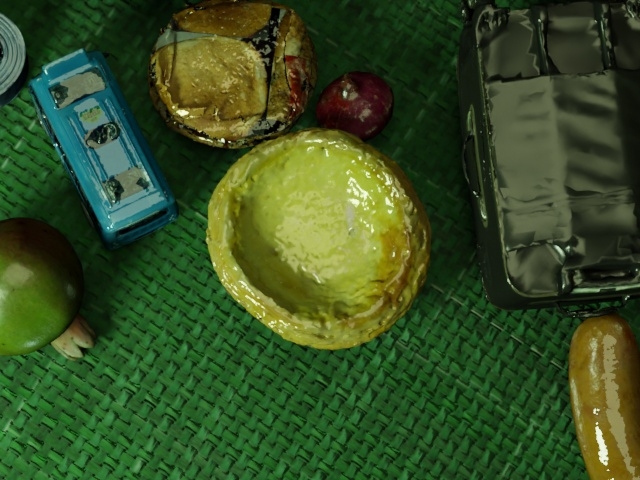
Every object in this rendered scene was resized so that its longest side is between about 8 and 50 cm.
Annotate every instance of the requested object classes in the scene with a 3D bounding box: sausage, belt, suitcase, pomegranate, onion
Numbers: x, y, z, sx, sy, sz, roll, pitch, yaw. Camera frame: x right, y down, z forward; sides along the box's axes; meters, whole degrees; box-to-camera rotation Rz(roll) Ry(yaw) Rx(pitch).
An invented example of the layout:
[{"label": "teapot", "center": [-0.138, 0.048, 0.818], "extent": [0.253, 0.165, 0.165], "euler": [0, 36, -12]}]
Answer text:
[{"label": "sausage", "center": [0.378, 0.227, 1.923], "extent": [0.108, 0.109, 0.271], "euler": [-9, 80, -7]}, {"label": "belt", "center": [-0.475, -0.227, 1.934], "extent": [0.190, 0.082, 0.141], "euler": [-16, 84, -9]}, {"label": "suitcase", "center": [0.318, -0.114, 1.932], "extent": [0.283, 0.194, 0.434], "euler": [-5, 79, -7]}, {"label": "pomegranate", "center": [-0.360, 0.075, 1.853], "extent": [0.180, 0.180, 0.210], "euler": [-48, 116, -12]}, {"label": "onion", "center": [0.045, -0.177, 1.969], "extent": [0.107, 0.097, 0.107], "euler": [-15, 44, 15]}]

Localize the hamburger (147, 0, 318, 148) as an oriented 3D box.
[{"label": "hamburger", "center": [-0.114, -0.213, 1.949], "extent": [0.230, 0.107, 0.231], "euler": [1, 72, -3]}]

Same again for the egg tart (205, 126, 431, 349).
[{"label": "egg tart", "center": [0.000, 0.000, 1.919], "extent": [0.294, 0.123, 0.294], "euler": [0, 81, -2]}]

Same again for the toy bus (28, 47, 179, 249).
[{"label": "toy bus", "center": [-0.278, -0.122, 1.907], "extent": [0.113, 0.134, 0.246], "euler": [-26, 83, -10]}]
